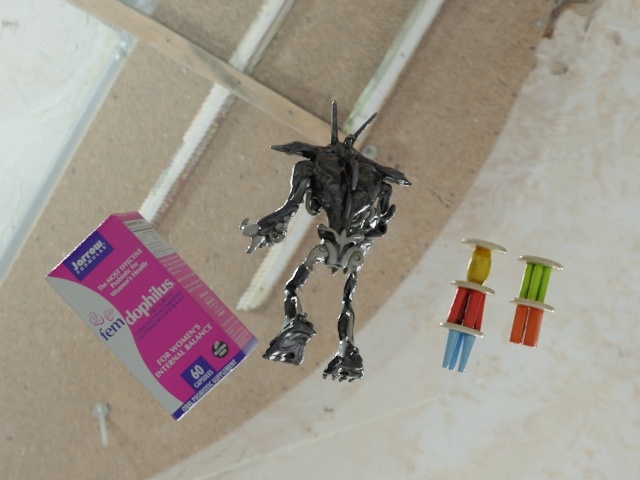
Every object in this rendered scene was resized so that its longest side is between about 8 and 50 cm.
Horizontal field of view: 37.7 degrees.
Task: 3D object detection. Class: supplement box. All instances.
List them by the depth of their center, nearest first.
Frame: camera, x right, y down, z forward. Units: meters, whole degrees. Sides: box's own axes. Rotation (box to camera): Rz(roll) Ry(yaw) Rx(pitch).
[{"bbox_3d":[-0.190,0.082,1.080,0.111,0.114,0.220,-44,-91,5],"label":"supplement box"}]

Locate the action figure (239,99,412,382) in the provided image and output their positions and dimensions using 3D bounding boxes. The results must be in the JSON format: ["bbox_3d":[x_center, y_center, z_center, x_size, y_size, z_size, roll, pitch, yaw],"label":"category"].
[{"bbox_3d":[0.000,0.000,0.979,0.164,0.141,0.275,17,-111,-24],"label":"action figure"}]

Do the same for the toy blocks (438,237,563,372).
[{"bbox_3d":[0.199,0.084,1.055,0.123,0.054,0.148,17,-98,-5],"label":"toy blocks"}]
